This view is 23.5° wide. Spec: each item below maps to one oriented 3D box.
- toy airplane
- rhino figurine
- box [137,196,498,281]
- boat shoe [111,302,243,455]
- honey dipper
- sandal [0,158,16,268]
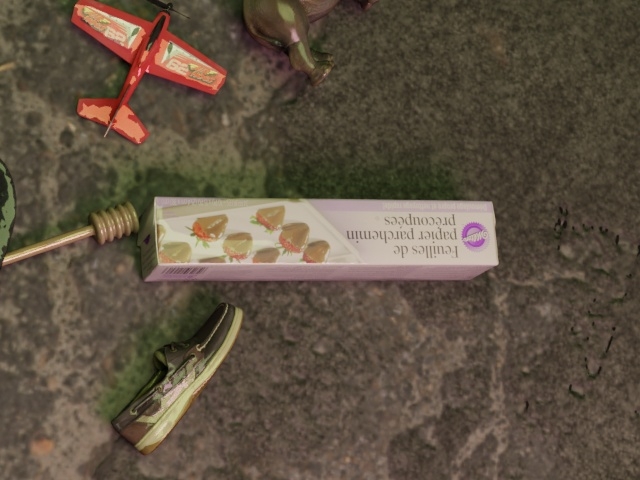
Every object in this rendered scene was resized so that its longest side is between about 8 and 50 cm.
[{"bbox_3d":[-0.163,-0.151,1.382,0.151,0.028,0.151,5,74,-17],"label":"toy airplane"},{"bbox_3d":[0.014,-0.260,1.452,0.106,0.073,0.243,38,65,-10],"label":"rhino figurine"},{"bbox_3d":[0.000,0.000,1.382,0.324,0.067,0.063,0,76,-19],"label":"box"},{"bbox_3d":[-0.121,0.110,1.313,0.049,0.056,0.152,39,67,-12],"label":"boat shoe"},{"bbox_3d":[-0.233,0.004,1.315,0.161,0.030,0.030,-20,83,-22],"label":"honey dipper"},{"bbox_3d":[-0.346,0.120,1.194,0.168,0.107,0.445,10,76,-12],"label":"sandal"}]
